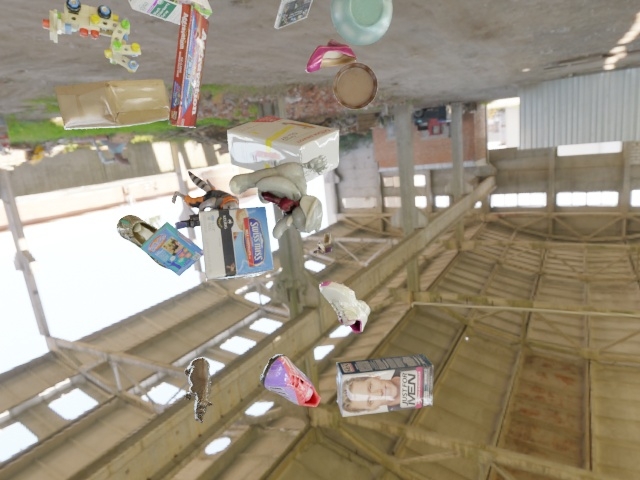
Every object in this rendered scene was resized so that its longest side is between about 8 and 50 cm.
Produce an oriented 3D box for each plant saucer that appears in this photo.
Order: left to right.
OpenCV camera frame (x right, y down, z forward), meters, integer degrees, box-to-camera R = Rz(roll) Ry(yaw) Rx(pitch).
[{"bbox_3d":[0.131,-0.579,1.636,0.168,0.168,0.029,-6,-166,3],"label":"plant saucer"},{"bbox_3d":[0.126,-0.672,1.259,0.195,0.195,0.037,-10,-160,-14],"label":"plant saucer"}]

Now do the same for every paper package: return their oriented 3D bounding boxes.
[{"bbox_3d":[-0.828,-0.551,1.756,0.325,0.168,0.309,5,-158,26],"label":"paper package"}]

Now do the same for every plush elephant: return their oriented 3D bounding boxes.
[{"bbox_3d":[-0.099,-0.122,1.499,0.330,0.255,0.272,-18,171,10],"label":"plush elephant"}]

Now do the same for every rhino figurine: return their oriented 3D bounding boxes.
[{"bbox_3d":[-0.402,0.495,1.444,0.073,0.106,0.243,21,-154,-31],"label":"rhino figurine"}]

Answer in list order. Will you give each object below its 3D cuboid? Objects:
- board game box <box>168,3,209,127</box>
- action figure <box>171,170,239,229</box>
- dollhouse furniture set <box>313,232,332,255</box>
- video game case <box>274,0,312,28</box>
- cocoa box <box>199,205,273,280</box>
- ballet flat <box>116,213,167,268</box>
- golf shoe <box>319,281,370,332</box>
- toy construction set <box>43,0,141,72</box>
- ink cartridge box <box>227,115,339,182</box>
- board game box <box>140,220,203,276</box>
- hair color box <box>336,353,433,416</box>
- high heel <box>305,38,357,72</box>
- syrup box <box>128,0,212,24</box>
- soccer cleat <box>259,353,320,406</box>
[{"bbox_3d":[-0.338,-0.437,1.123,0.027,0.281,0.145,11,-167,-1],"label":"board game box"},{"bbox_3d":[-0.478,-0.159,1.807,0.330,0.178,0.341,24,-154,31],"label":"action figure"},{"bbox_3d":[0.000,0.000,2.066,0.091,0.081,0.114,-14,-133,25],"label":"dollhouse furniture set"},{"bbox_3d":[-0.081,-0.854,1.542,0.022,0.173,0.190,39,-130,6],"label":"video game case"},{"bbox_3d":[-0.315,0.022,1.597,0.228,0.231,0.347,-6,174,-15],"label":"cocoa box"},{"bbox_3d":[-0.781,0.038,2.162,0.182,0.164,0.483,15,159,41],"label":"ballet flat"},{"bbox_3d":[0.108,0.292,1.908,0.115,0.306,0.140,-24,-142,38],"label":"golf shoe"},{"bbox_3d":[-0.837,-0.762,1.597,0.151,0.215,0.328,-10,172,44],"label":"toy construction set"},{"bbox_3d":[-0.149,-0.388,1.813,0.385,0.160,0.279,20,-144,29],"label":"ink cartridge box"},{"bbox_3d":[-0.640,0.039,1.890,0.160,0.210,0.047,-38,-153,14],"label":"board game box"},{"bbox_3d":[0.239,0.540,1.630,0.347,0.174,0.105,-4,-169,-8],"label":"hair color box"},{"bbox_3d":[0.039,-0.644,1.567,0.117,0.082,0.244,34,-134,2],"label":"high heel"},{"bbox_3d":[-0.463,-0.741,1.333,0.093,0.096,0.237,-27,172,35],"label":"syrup box"},{"bbox_3d":[-0.082,0.427,1.299,0.116,0.318,0.108,24,-111,25],"label":"soccer cleat"}]
